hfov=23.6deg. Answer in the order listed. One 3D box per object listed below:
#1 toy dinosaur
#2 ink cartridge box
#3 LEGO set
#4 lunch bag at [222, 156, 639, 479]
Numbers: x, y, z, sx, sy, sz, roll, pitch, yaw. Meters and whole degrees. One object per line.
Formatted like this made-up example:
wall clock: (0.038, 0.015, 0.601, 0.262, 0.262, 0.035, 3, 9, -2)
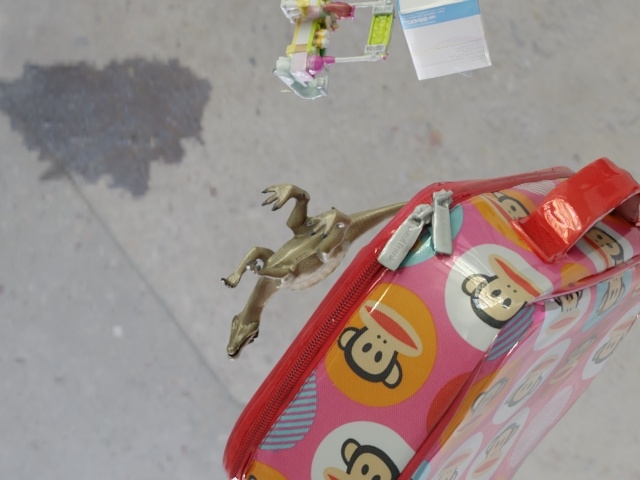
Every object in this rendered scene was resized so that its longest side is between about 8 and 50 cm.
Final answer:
toy dinosaur: (0.000, 0.000, 0.972, 0.183, 0.053, 0.092, -34, 150, 1)
ink cartridge box: (0.140, -0.255, 1.750, 0.089, 0.092, 0.143, -11, 147, 8)
LEGO set: (0.020, -0.290, 1.683, 0.107, 0.287, 0.132, -1, 167, 19)
lunch bag: (0.095, 0.058, 0.907, 0.120, 0.293, 0.258, 42, 112, 19)
